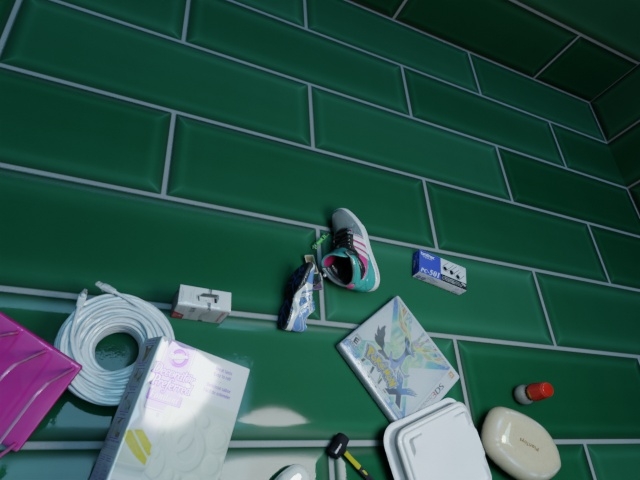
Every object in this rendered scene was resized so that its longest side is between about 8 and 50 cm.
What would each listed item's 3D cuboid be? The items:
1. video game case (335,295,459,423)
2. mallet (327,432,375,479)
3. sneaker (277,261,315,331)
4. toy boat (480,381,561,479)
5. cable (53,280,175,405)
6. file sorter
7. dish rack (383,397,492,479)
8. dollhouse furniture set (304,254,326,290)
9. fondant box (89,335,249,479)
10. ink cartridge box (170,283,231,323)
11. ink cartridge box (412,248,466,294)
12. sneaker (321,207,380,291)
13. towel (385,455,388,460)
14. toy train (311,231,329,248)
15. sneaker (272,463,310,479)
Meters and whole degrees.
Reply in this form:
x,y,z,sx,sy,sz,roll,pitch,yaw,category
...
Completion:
x,y,z,sx,sy,sz,roll,pitch,yaw,category
0.246,0.375,1.451,0.299,0.036,0.329,-31,80,-38,video game case
0.091,0.599,1.239,0.062,0.039,0.190,-36,87,-40,mallet
-0.056,0.165,1.374,0.081,0.080,0.211,26,75,-29,sneaker
0.639,0.592,1.492,0.267,0.148,0.318,36,59,0,toy boat
-0.473,0.251,1.094,0.257,0.089,0.257,26,54,-15,cable
-0.659,0.255,0.881,0.290,0.182,0.202,36,81,-6,file sorter
0.347,0.614,1.319,0.332,0.072,0.286,-7,72,-37,dish rack
-0.030,0.087,1.437,0.090,0.081,0.115,-2,64,-30,dollhouse furniture set
-0.316,0.405,1.023,0.238,0.096,0.331,32,57,-31,fondant box
-0.310,0.167,1.225,0.135,0.099,0.056,13,56,-23,ink cartridge box
0.429,0.115,1.697,0.206,0.046,0.097,22,53,-16,ink cartridge box
0.068,0.029,1.489,0.178,0.123,0.296,1,62,-52,sneaker
0.241,0.596,1.324,0.119,0.029,0.067,19,55,-18,towel
0.000,0.000,1.541,0.017,0.024,0.083,44,51,1,toy train
-0.095,0.638,1.057,0.106,0.123,0.290,39,50,-1,sneaker
